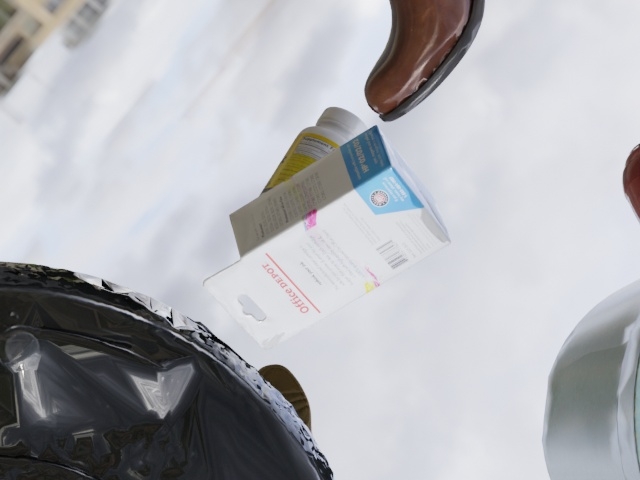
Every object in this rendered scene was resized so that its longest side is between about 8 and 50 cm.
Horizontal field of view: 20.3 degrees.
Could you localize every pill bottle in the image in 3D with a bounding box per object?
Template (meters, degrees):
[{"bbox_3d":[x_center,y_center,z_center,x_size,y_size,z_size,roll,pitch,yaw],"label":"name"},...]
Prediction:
[{"bbox_3d":[-0.004,-0.060,1.579,0.116,0.065,0.065,-58,-163,-25],"label":"pill bottle"}]

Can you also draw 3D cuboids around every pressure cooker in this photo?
[{"bbox_3d":[-0.188,0.198,0.946,0.420,0.370,0.375,162,-68,-72],"label":"pressure cooker"}]

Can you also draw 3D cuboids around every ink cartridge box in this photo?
[{"bbox_3d":[0.000,0.000,1.447,0.181,0.104,0.061,-31,-140,11],"label":"ink cartridge box"}]

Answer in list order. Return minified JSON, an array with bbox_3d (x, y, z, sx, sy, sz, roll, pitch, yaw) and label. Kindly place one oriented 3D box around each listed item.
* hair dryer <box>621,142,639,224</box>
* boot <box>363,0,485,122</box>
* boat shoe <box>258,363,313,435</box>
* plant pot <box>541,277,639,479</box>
[{"bbox_3d":[0.411,-0.080,1.826,0.223,0.080,0.293,2,-116,47],"label":"hair dryer"},{"bbox_3d":[0.012,-0.259,1.382,0.264,0.280,0.096,-61,-165,11],"label":"boot"},{"bbox_3d":[-0.028,0.171,1.508,0.045,0.050,0.135,115,-38,-60],"label":"boat shoe"},{"bbox_3d":[0.327,0.130,1.283,0.341,0.341,0.334,-54,-175,-12],"label":"plant pot"}]
